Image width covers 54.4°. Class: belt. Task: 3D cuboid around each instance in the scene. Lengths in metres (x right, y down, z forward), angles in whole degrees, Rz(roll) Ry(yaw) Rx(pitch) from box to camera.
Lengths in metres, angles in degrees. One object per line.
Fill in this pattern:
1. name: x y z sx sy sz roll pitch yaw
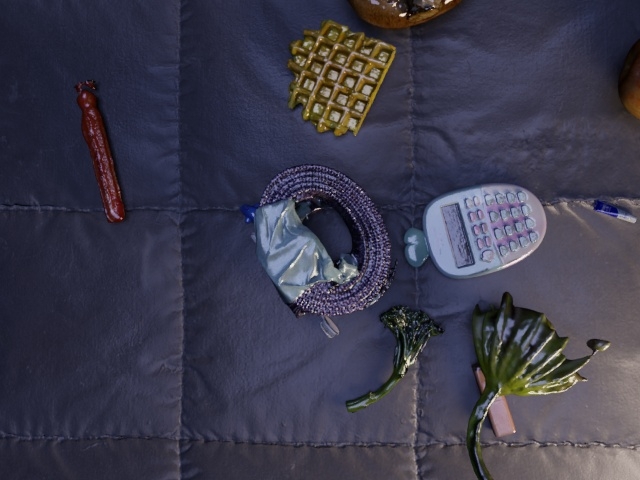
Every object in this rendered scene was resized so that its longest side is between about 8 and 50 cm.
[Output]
1. belt: 0.000 0.000 1.268 0.260 0.122 0.325 -30 93 -9

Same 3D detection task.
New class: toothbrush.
1. toothbrush: -0.059 0.094 1.344 0.026 0.024 0.288 -42 85 18

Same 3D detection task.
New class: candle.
1. candle: -0.496 -0.197 1.396 0.051 0.048 0.329 -18 85 47

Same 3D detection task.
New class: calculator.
1. calculator: 0.317 -0.019 1.293 0.299 0.041 0.185 -16 86 4

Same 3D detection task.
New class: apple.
1. apple: 0.671 -0.311 1.187 0.174 0.188 0.188 17 90 11

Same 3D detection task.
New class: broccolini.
1. broccolini: 0.128 0.245 1.305 0.123 0.062 0.271 42 96 16

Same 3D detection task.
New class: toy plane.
1. toy plane: -0.101 -0.028 1.338 0.167 0.062 0.054 33 81 -1

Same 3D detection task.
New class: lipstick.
1. lipstick: 0.353 0.322 1.274 0.045 0.045 0.145 -18 85 4

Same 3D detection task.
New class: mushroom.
1. mushroom: 0.186 -0.559 1.271 0.297 0.163 0.278 -16 78 6

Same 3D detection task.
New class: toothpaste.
1. toothpaste: 0.602 -0.057 1.273 0.083 0.015 0.024 24 83 12

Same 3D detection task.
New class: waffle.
1. waffle: 0.017 -0.351 1.333 0.219 0.057 0.229 27 92 7

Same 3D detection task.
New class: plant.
1. plant: 0.345 0.264 1.159 0.251 0.180 0.333 37 62 14
